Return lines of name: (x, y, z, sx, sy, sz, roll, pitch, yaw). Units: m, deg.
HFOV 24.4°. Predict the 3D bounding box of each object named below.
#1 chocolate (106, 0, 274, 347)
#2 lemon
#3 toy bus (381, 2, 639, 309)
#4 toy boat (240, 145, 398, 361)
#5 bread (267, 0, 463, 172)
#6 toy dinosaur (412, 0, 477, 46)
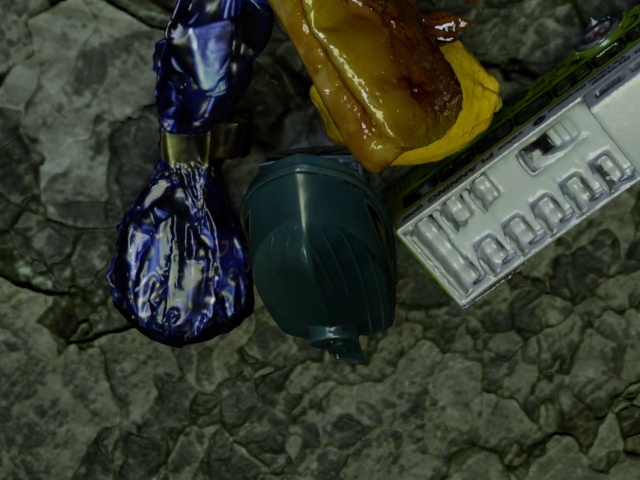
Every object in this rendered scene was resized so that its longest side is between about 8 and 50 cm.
chocolate: (-0.098, -0.089, 1.174, 0.126, 0.148, 0.343, 24, 124, 25)
lemon: (0.068, -0.115, 1.177, 0.155, 0.114, 0.114, -1, 115, -5)
toy bus: (0.196, -0.070, 1.187, 0.302, 0.139, 0.113, -37, 109, 16)
toy boat: (0.000, -0.003, 1.158, 0.114, 0.122, 0.296, -5, 158, 5)
bread: (0.007, -0.183, 1.041, 0.077, 0.139, 0.271, -24, 96, 28)
toy dinosaur: (0.057, -0.251, 1.125, 0.432, 0.097, 0.208, -20, 104, 5)
